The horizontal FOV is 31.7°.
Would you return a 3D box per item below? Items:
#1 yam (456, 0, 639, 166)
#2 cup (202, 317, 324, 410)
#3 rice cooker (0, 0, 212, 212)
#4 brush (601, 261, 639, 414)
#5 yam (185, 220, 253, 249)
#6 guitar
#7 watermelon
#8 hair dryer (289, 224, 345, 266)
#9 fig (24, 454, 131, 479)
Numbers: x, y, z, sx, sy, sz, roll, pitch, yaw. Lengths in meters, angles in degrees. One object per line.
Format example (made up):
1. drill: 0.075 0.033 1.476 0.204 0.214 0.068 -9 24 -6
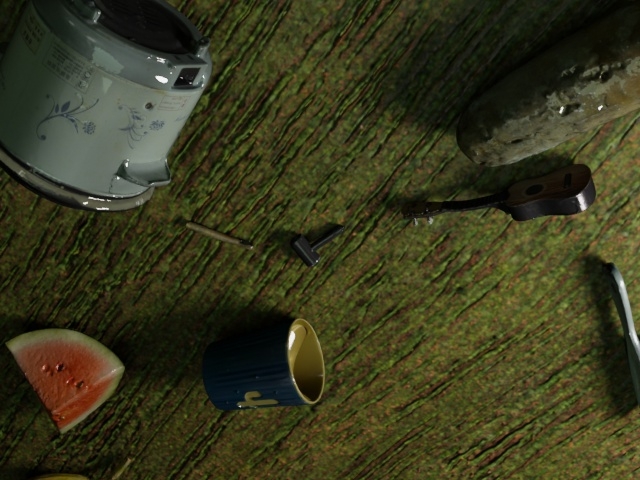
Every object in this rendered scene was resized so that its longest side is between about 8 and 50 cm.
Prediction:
1. yam: 0.321 -0.190 1.435 0.330 0.133 0.133 -28 112 27
2. cup: -0.081 0.206 1.737 0.155 0.131 0.176 -11 142 20
3. rice cooker: -0.296 -0.184 1.460 0.316 0.264 0.317 6 104 26
4. brush: 0.475 0.154 1.645 0.060 0.068 0.297 -22 113 -1
5. yam: -0.150 -0.007 1.678 0.107 0.014 0.014 19 121 -1
6. guitar: 0.242 -0.051 1.561 0.271 0.084 0.038 -10 119 22
7. watermelon: -0.409 0.229 1.817 0.192 0.137 0.145 12 156 2
8. hair dryer: 0.000 0.000 1.652 0.083 0.026 0.047 -32 111 20
9. fig: -0.426 0.446 1.927 0.257 0.159 0.159 -37 109 5
